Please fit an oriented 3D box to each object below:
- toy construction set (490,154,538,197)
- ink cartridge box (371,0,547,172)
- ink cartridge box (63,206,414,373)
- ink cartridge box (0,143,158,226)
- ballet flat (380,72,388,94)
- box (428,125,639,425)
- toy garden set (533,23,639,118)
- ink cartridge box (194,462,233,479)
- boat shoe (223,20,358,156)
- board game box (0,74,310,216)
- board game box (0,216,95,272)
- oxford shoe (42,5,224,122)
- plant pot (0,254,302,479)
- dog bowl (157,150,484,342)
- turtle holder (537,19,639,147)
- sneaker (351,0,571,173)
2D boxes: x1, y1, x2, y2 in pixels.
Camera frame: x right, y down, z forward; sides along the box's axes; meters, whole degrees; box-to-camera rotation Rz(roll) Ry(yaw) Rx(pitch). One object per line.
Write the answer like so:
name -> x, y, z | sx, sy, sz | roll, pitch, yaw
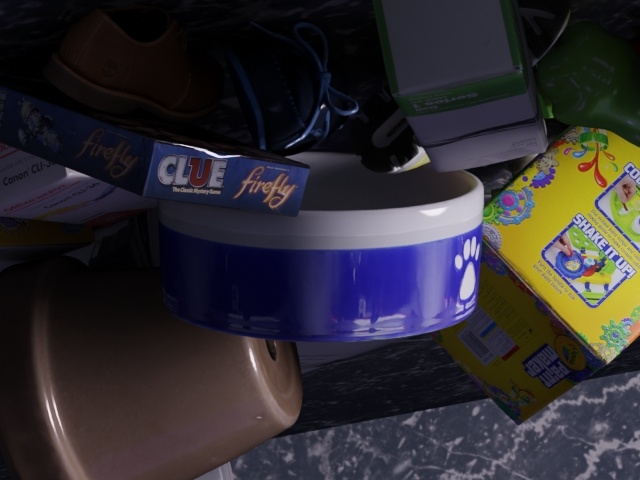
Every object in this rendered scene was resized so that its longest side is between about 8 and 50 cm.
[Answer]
toy construction set -> 0.208, 0.017, 2.170 | 0.215, 0.151, 0.327 | 11, 161, 11
ink cartridge box -> 0.095, -0.152, 1.378 | 0.092, 0.160, 0.219 | -12, 166, 8
ink cartridge box -> -0.098, 0.058, 2.047 | 0.395, 0.166, 0.285 | -21, 164, 37
ink cartridge box -> -0.217, -0.063, 1.670 | 0.115, 0.067, 0.198 | -21, 163, 36
ballet flat -> 0.097, -0.112, 1.722 | 0.077, 0.091, 0.241 | 11, 174, 30
box -> 0.255, -0.005, 1.834 | 0.279, 0.177, 0.290 | -42, 175, -17
toy garden set -> 0.252, -0.149, 1.589 | 0.204, 0.049, 0.244 | -16, -171, -13
ink cartridge box -> -0.143, 0.253, 2.164 | 0.082, 0.139, 0.190 | -13, 169, 1
boat shoe -> -0.022, -0.125, 1.565 | 0.089, 0.109, 0.258 | -18, -178, 3
board game box -> -0.151, -0.075, 1.465 | 0.243, 0.042, 0.165 | 20, -171, 39
board game box -> -0.388, 0.009, 1.735 | 0.242, 0.064, 0.316 | -18, 173, 25
oxford shoe -> -0.121, -0.137, 1.469 | 0.076, 0.076, 0.212 | -58, 161, 14
plant pot -> -0.147, 0.119, 1.767 | 0.229, 0.263, 0.263 | -17, 166, 14
dog bowl -> 0.000, 0.000, 1.602 | 0.265, 0.104, 0.265 | 0, -167, 0
turtle holder -> 0.320, -0.180, 1.348 | 0.227, 0.243, 0.320 | 37, 159, -24
sneaker -> 0.116, -0.132, 1.575 | 0.208, 0.081, 0.094 | -39, 163, 11
